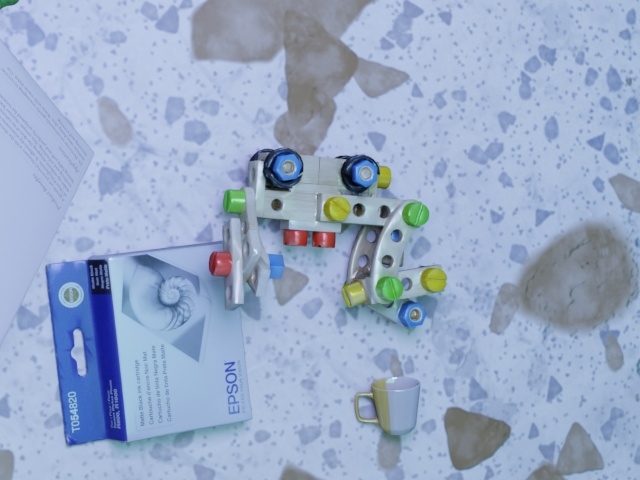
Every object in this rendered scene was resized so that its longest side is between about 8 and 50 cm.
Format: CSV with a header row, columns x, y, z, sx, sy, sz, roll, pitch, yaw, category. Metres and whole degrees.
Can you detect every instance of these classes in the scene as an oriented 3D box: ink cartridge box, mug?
x,y,z,sx,sy,sz,roll,pitch,yaw,category
-0.200,0.121,1.759,0.224,0.045,0.223,-8,94,-23,ink cartridge box
0.090,0.210,1.887,0.062,0.078,0.064,-20,110,-54,mug

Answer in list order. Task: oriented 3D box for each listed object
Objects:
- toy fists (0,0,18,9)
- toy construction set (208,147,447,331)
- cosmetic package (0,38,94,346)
x,y,z,sx,sy,sz,roll,pitch,yaw,category
-0.406,-0.249,1.504,0.142,0.096,0.279,33,65,13,toy fists
0.000,0.000,1.795,0.328,0.151,0.215,4,90,-37,toy construction set
-0.395,-0.014,1.506,0.197,0.155,0.365,55,40,-34,cosmetic package
